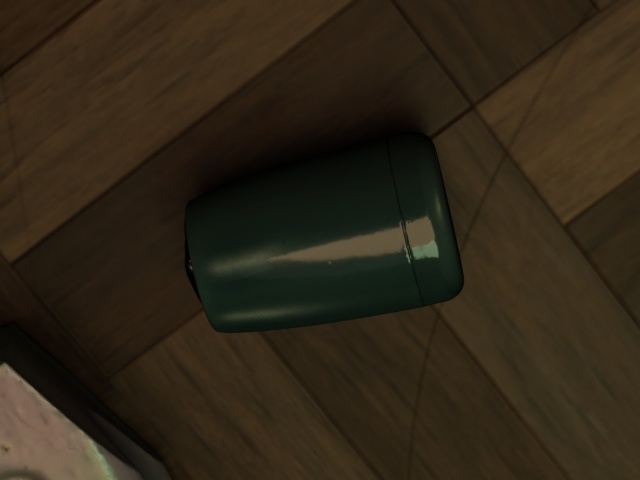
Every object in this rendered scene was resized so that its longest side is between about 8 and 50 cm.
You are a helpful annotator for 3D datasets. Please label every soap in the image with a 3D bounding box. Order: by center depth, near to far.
[{"bbox_3d":[-0.193,0.243,1.375,0.208,0.115,0.347,-25,103,5],"label":"soap"}]

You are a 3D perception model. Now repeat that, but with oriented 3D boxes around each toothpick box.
[{"bbox_3d":[0.000,0.000,1.316,0.184,0.120,0.120,-12,105,6],"label":"toothpick box"}]
